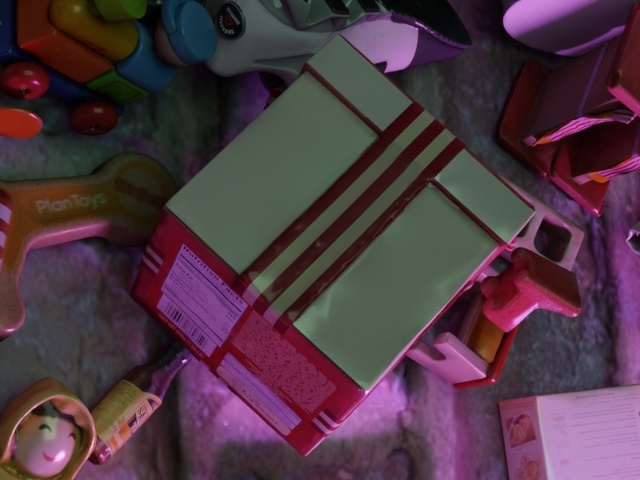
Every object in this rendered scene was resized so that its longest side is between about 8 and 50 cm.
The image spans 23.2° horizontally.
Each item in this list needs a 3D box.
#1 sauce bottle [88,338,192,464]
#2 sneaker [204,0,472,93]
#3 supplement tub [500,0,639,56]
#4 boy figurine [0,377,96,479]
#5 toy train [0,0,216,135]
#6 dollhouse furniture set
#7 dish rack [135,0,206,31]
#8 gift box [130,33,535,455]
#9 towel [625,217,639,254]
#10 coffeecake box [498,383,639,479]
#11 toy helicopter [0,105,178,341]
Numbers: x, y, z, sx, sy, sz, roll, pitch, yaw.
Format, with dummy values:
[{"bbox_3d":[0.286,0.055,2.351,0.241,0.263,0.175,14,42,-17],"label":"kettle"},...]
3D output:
[{"bbox_3d":[-0.161,0.137,1.344,0.042,0.042,0.128,49,64,-12],"label":"sauce bottle"},{"bbox_3d":[0.011,-0.200,1.480,0.330,0.146,0.122,1,52,-50],"label":"sneaker"},{"bbox_3d":[0.291,-0.376,1.585,0.241,0.241,0.331,10,75,-27],"label":"supplement tub"},{"bbox_3d":[-0.245,0.250,1.249,0.177,0.092,0.285,26,72,-19],"label":"boy figurine"},{"bbox_3d":[-0.208,-0.186,1.275,0.248,0.143,0.105,29,50,-52],"label":"toy train"},{"bbox_3d":[0.253,-0.025,1.514,0.152,0.201,0.374,33,65,-19],"label":"dollhouse furniture set"},{"bbox_3d":[-0.186,-0.328,1.413,0.208,0.074,0.271,14,72,-27],"label":"dish rack"},{"bbox_3d":[0.000,0.000,1.349,0.255,0.276,0.258,45,66,0],"label":"gift box"},{"bbox_3d":[0.501,0.032,1.617,0.312,0.056,0.324,40,43,20],"label":"towel"},{"bbox_3d":[0.264,0.242,1.541,0.142,0.068,0.185,-3,81,-29],"label":"coffeecake box"},{"bbox_3d":[-0.275,-0.033,1.291,0.355,0.140,0.235,-11,76,-41],"label":"toy helicopter"}]
